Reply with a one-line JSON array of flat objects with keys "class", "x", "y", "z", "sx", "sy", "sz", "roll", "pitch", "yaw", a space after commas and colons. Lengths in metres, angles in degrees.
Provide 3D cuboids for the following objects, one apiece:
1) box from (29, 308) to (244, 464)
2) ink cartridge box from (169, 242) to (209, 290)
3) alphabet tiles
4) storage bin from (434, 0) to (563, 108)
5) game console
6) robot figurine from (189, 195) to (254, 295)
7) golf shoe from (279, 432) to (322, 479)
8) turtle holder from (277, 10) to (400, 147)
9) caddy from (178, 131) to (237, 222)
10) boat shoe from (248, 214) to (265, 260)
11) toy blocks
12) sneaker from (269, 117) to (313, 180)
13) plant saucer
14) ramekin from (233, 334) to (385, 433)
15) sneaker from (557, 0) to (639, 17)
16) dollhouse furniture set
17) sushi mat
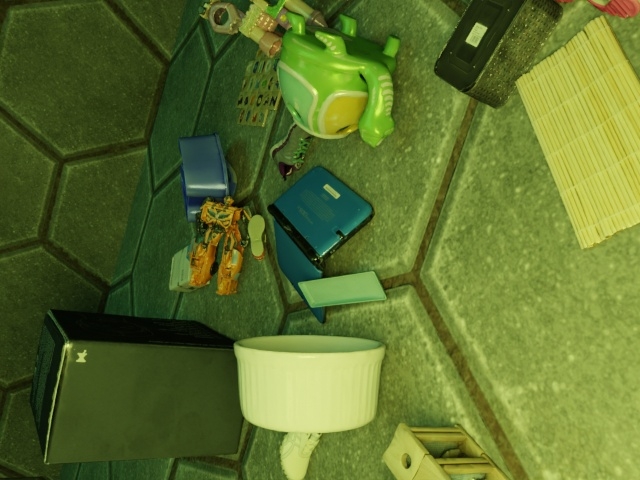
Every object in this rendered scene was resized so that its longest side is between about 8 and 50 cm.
[{"class": "box", "x": -0.514, "y": 0.385, "z": 1.493, "sx": 0.472, "sy": 0.480, "sz": 0.297, "roll": 1, "pitch": 82, "yaw": 58}, {"class": "ink cartridge box", "x": -0.461, "y": 0.100, "z": 1.889, "sx": 0.191, "sy": 0.082, "sz": 0.139, "roll": -24, "pitch": 59, "yaw": 54}, {"class": "alphabet tiles", "x": -0.196, "y": -0.520, "z": 1.767, "sx": 0.343, "sy": 0.011, "sz": 0.285, "roll": 25, "pitch": 101, "yaw": 57}, {"class": "storage bin", "x": 0.285, "y": -0.326, "z": 0.872, "sx": 0.180, "sy": 0.084, "sz": 0.122, "roll": -60, "pitch": 36, "yaw": 24}, {"class": "game console", "x": 0.000, "y": 0.000, "z": 1.255, "sx": 0.250, "sy": 0.173, "sz": 0.293, "roll": -41, "pitch": 38, "yaw": -2}, {"class": "robot figurine", "x": -0.304, "y": 0.009, "z": 1.606, "sx": 0.211, "sy": 0.085, "sz": 0.290, "roll": 13, "pitch": 99, "yaw": 19}, {"class": "golf shoe", "x": -0.035, "y": 0.422, "z": 1.124, "sx": 0.086, "sy": 0.069, "sz": 0.176, "roll": -12, "pitch": 70, "yaw": 49}, {"class": "turtle holder", "x": 0.052, "y": -0.337, "z": 1.144, "sx": 0.320, "sy": 0.243, "sz": 0.227, "roll": 27, "pitch": 124, "yaw": 18}, {"class": "caddy", "x": -0.368, "y": -0.209, "z": 1.774, "sx": 0.241, "sy": 0.179, "sz": 0.341, "roll": 102, "pitch": 156, "yaw": -44}, {"class": "boat shoe", "x": -0.179, "y": -0.008, "z": 1.523, "sx": 0.043, "sy": 0.049, "sz": 0.136, "roll": 77, "pitch": -175, "yaw": -63}, {"class": "toy blocks", "x": -0.094, "y": -0.625, "z": 1.428, "sx": 0.260, "sy": 0.309, "sz": 0.288, "roll": 41, "pitch": 112, "yaw": 9}, {"class": "sneaker", "x": -0.051, "y": -0.245, "z": 1.399, "sx": 0.224, "sy": 0.083, "sz": 0.098, "roll": -36, "pitch": 70, "yaw": 52}, {"class": "plant saucer", "x": 0.043, "y": 0.098, "z": 1.082, "sx": 0.192, "sy": 0.067, "sz": 0.018, "roll": -12, "pitch": 24, "yaw": 37}, {"class": "ramekin", "x": -0.020, "y": 0.253, "z": 0.973, "sx": 0.277, "sy": 0.277, "sz": 0.135, "roll": -6, "pitch": 82, "yaw": 57}, {"class": "sneaker", "x": 0.375, "y": -0.407, "z": 0.757, "sx": 0.111, "sy": 0.103, "sz": 0.252, "roll": -59, "pitch": 42, "yaw": 19}, {"class": "dollhouse furniture set", "x": 0.159, "y": 0.382, "z": 0.769, "sx": 0.129, "sy": 0.129, "sz": 0.183, "roll": 44, "pitch": 115, "yaw": 54}, {"class": "sushi mat", "x": 0.374, "y": -0.154, "z": 0.732, "sx": 0.151, "sy": 0.019, "sz": 0.316, "roll": -41, "pitch": 47, "yaw": 45}]
